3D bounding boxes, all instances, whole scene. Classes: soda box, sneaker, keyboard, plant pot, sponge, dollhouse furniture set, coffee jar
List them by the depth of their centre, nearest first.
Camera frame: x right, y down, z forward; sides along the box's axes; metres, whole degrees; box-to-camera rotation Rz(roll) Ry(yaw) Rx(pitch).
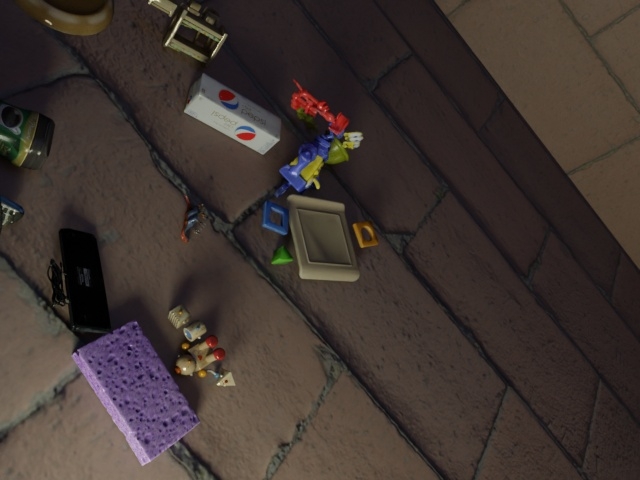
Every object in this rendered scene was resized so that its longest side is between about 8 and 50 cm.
[{"bbox_3d":[-0.535,-0.086,0.990,0.162,0.063,0.073,34,43,-24],"label":"sneaker"},{"bbox_3d":[-0.296,0.243,1.035,0.210,0.031,0.117,57,40,1],"label":"sponge"},{"bbox_3d":[-0.535,-0.187,1.040,0.184,0.079,0.096,21,49,-33],"label":"coffee jar"},{"bbox_3d":[-0.404,0.066,1.042,0.100,0.038,0.192,22,40,-51],"label":"keyboard"},{"bbox_3d":[-0.529,-0.526,1.296,0.236,0.032,0.236,24,50,-32],"label":"plant pot"},{"bbox_3d":[-0.194,-0.282,1.436,0.216,0.069,0.074,26,49,-31],"label":"soda box"},{"bbox_3d":[-0.327,-0.500,1.456,0.182,0.101,0.161,23,27,-32],"label":"dollhouse furniture set"}]

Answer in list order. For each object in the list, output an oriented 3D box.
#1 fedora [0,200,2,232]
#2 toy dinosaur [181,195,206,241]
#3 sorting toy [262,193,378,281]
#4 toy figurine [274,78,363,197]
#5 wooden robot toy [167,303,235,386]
[{"bbox_3d":[-0.576,-0.053,0.796,0.334,0.334,0.152,5,31,-42],"label":"fedora"},{"bbox_3d":[-0.259,-0.035,1.257,0.090,0.047,0.082,29,48,19],"label":"toy dinosaur"},{"bbox_3d":[0.000,0.000,1.464,0.348,0.047,0.196,7,65,-41],"label":"sorting toy"},{"bbox_3d":[-0.049,-0.196,1.483,0.191,0.217,0.362,38,-1,0],"label":"toy figurine"},{"bbox_3d":[-0.222,0.198,1.109,0.079,0.076,0.173,-31,88,-38],"label":"wooden robot toy"}]
